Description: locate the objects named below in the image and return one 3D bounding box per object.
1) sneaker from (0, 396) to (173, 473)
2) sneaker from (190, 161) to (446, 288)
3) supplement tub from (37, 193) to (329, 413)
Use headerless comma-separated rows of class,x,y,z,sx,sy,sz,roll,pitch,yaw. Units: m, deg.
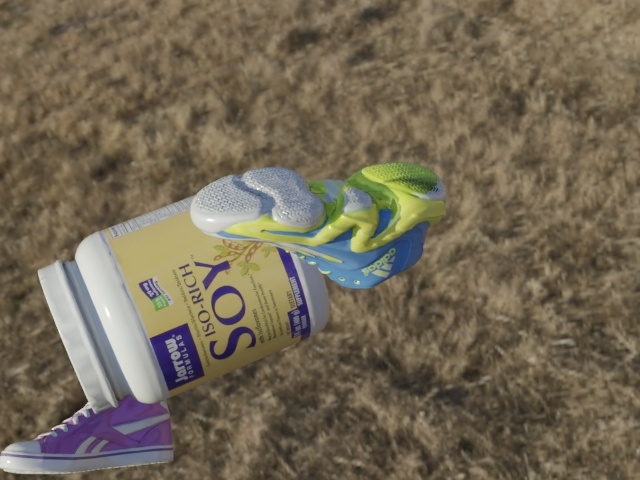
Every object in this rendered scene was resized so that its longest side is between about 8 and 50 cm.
sneaker,-0.366,0.280,1.545,0.282,0.161,0.102,2,-11,-41
sneaker,0.000,0.000,0.924,0.240,0.126,0.091,-4,36,-10
supplement tub,-0.180,0.071,1.319,0.331,0.241,0.241,-22,31,-13
